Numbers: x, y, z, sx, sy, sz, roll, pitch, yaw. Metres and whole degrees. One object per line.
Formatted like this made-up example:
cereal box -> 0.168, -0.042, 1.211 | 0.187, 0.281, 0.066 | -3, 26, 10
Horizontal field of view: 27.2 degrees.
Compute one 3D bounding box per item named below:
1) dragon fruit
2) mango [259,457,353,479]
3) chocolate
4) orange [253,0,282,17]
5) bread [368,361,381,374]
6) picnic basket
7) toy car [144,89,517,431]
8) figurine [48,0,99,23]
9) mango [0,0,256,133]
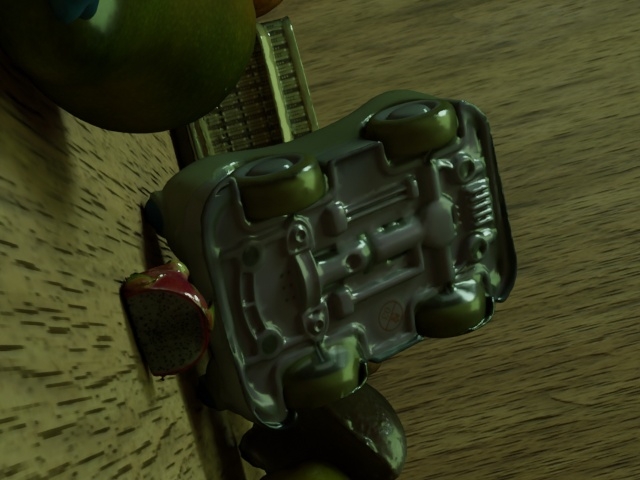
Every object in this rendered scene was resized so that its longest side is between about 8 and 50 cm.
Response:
dragon fruit -> -0.107, 0.052, 0.964 | 0.056, 0.060, 0.083 | -96, 171, -65
mango -> -0.001, 0.341, 1.288 | 0.167, 0.130, 0.262 | -105, -175, -73
chocolate -> 0.014, 0.205, 1.380 | 0.161, 0.083, 0.261 | 42, -29, 5
orange -> -0.127, -0.386, 1.654 | 0.240, 0.240, 0.240 | 166, -90, -90
bread -> -0.002, 0.026, 1.520 | 0.312, 0.172, 0.312 | -30, 128, -47
picnic basket -> -0.106, -0.162, 1.742 | 0.313, 0.175, 0.228 | -142, -143, -84
toy car -> 0.000, 0.000, 1.264 | 0.226, 0.336, 0.242 | 16, -55, 55
figurine -> -0.108, -0.280, 0.537 | 0.416, 0.243, 0.298 | 80, -12, -68
mango -> -0.118, -0.140, 0.764 | 0.289, 0.129, 0.146 | 25, 68, -80
